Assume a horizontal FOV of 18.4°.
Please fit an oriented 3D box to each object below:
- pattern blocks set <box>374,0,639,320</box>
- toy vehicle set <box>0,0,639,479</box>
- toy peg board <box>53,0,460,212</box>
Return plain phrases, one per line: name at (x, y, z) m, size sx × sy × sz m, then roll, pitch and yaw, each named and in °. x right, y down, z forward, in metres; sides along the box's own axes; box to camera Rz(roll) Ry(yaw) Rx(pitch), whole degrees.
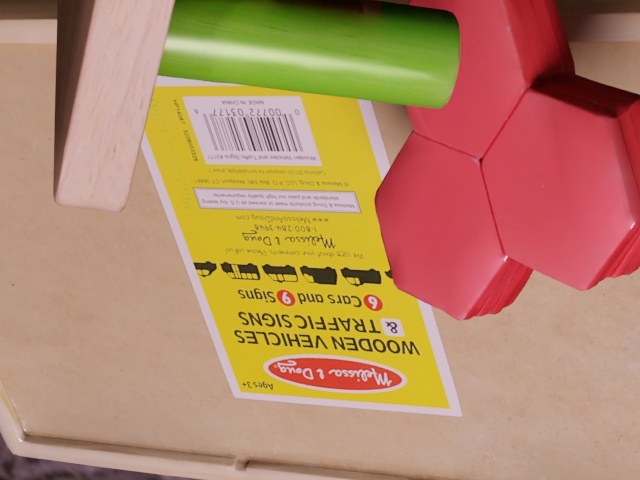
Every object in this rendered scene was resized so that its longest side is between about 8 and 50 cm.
pattern blocks set at (0.112, -0.091, 0.317) m, size 0.285 × 0.026 × 0.324 m, roll 31°, pitch 122°, yaw 43°
toy vehicle set at (0.000, 0.000, 0.552) m, size 0.267 × 0.035 × 0.166 m, roll 3°, pitch 128°, yaw 28°
toy peg board at (-0.004, -0.113, 0.398) m, size 0.079 × 0.160 × 0.161 m, roll 6°, pitch 136°, yaw -13°
